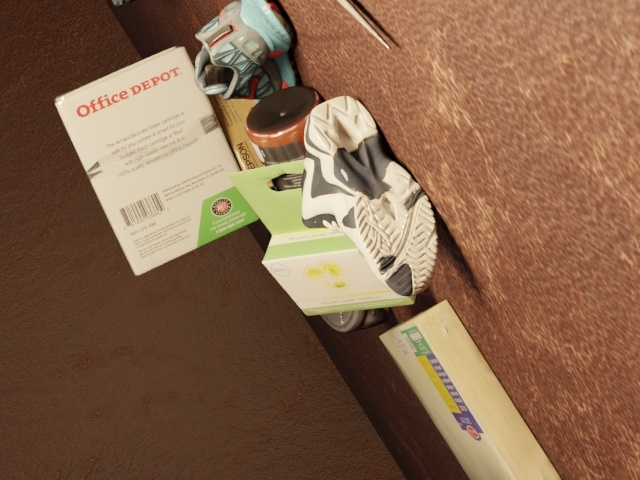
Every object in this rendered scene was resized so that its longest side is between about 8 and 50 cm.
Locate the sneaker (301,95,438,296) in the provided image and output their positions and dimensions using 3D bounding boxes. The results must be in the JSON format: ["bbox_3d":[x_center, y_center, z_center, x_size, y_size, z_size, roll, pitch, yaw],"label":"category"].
[{"bbox_3d":[0.045,-0.028,1.388,0.235,0.094,0.153,57,161,14],"label":"sneaker"}]

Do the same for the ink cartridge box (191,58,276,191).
[{"bbox_3d":[-0.116,-0.170,1.978,0.235,0.088,0.193,63,172,9],"label":"ink cartridge box"}]

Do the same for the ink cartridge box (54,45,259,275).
[{"bbox_3d":[-0.248,-0.126,1.894,0.121,0.211,0.289,-145,31,-74],"label":"ink cartridge box"}]

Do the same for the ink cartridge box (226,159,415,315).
[{"bbox_3d":[0.000,0.000,1.578,0.171,0.056,0.235,-8,138,33],"label":"ink cartridge box"}]

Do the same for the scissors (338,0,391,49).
[{"bbox_3d":[-0.016,-0.268,1.184,0.297,0.021,0.109,52,169,53],"label":"scissors"}]

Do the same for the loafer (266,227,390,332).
[{"bbox_3d":[0.010,0.043,2.084,0.095,0.109,0.302,5,-144,-39],"label":"loafer"}]

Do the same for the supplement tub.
[{"bbox_3d":[-0.015,-0.093,1.603,0.106,0.106,0.198,49,168,53],"label":"supplement tub"}]

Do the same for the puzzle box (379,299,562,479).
[{"bbox_3d":[0.195,0.223,1.733,0.272,0.052,0.409,58,173,4],"label":"puzzle box"}]

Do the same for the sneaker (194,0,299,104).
[{"bbox_3d":[-0.106,-0.228,1.567,0.104,0.125,0.262,57,173,14],"label":"sneaker"}]

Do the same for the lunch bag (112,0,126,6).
[{"bbox_3d":[-0.346,-0.515,2.099,0.224,0.108,0.279,62,172,-10],"label":"lunch bag"}]
